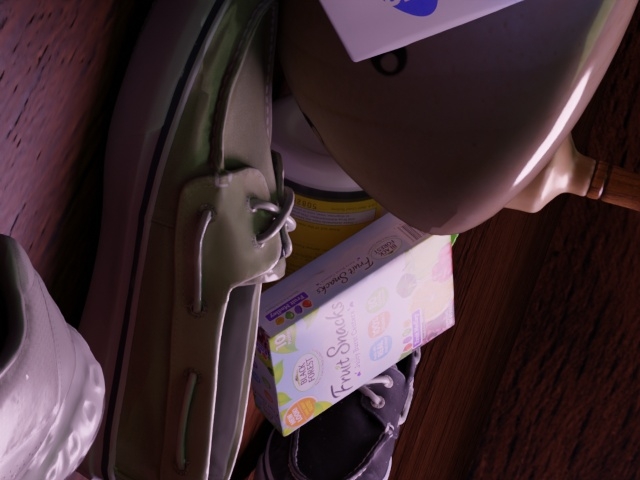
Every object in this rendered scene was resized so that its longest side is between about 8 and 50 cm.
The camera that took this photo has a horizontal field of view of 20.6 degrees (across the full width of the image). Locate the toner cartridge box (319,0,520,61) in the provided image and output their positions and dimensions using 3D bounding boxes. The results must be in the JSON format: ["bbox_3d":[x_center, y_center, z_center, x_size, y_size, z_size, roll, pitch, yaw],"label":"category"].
[{"bbox_3d":[0.028,-0.216,0.662,0.348,0.165,0.075,55,19,-55],"label":"toner cartridge box"}]

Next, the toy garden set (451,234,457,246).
[{"bbox_3d":[0.109,-0.074,1.388,0.244,0.049,0.204,-63,-179,21],"label":"toy garden set"}]

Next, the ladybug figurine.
[{"bbox_3d":[0.086,-0.220,0.983,0.305,0.162,0.449,-46,-156,56],"label":"ladybug figurine"}]

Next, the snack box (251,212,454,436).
[{"bbox_3d":[0.019,0.047,1.100,0.141,0.037,0.100,-31,141,-21],"label":"snack box"}]

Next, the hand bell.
[{"bbox_3d":[0.190,-0.035,1.152,0.126,0.242,0.126,19,90,-85],"label":"hand bell"}]

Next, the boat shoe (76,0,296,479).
[{"bbox_3d":[-0.060,-0.005,0.924,0.109,0.094,0.302,-38,144,-68],"label":"boat shoe"}]

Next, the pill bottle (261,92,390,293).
[{"bbox_3d":[0.000,0.000,1.158,0.103,0.103,0.184,-57,160,-49],"label":"pill bottle"}]

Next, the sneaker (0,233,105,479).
[{"bbox_3d":[-0.169,0.108,0.663,0.121,0.099,0.262,79,23,-50],"label":"sneaker"}]

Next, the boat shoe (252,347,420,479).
[{"bbox_3d":[0.025,0.134,1.437,0.301,0.108,0.102,-53,157,-62],"label":"boat shoe"}]
